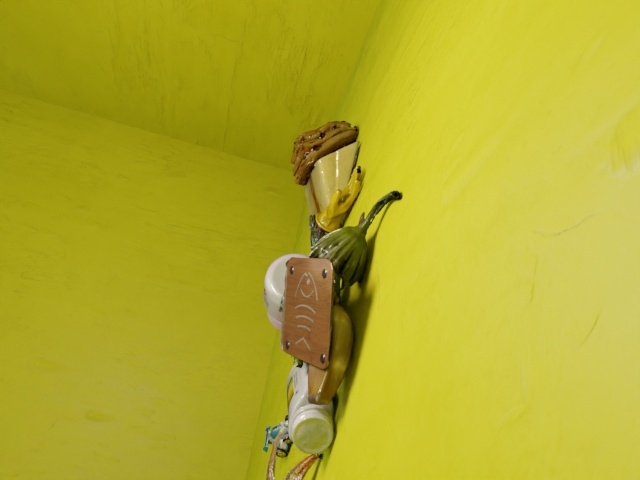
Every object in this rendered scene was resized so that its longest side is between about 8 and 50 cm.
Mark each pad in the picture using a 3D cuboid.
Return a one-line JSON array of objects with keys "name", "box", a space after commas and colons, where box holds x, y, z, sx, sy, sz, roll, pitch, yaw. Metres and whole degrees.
[{"name": "pad", "box": [-0.040, 0.188, 1.398, 0.287, 0.018, 0.283, -2, 84, 61]}]

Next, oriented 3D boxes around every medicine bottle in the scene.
[{"name": "medicine bottle", "box": [-0.104, 0.218, 1.995, 0.302, 0.241, 0.241, 104, 177, -56]}, {"name": "medicine bottle", "box": [-0.033, 0.478, 1.472, 0.324, 0.124, 0.179, -118, 45, -77]}]

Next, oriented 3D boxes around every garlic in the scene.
[{"name": "garlic", "box": [0.029, 0.297, 1.383, 0.143, 0.112, 0.318, -38, 25, 46]}]

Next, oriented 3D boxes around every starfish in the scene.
[{"name": "starfish", "box": [-0.106, 0.789, 1.446, 0.398, 0.132, 0.383, 133, 155, -67]}]

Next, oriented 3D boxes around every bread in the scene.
[{"name": "bread", "box": [-0.002, -0.415, 2.291, 0.325, 0.167, 0.277, -37, -8, -28]}, {"name": "bread", "box": [0.080, -0.172, 2.236, 0.346, 0.242, 0.404, 159, 92, -76]}]

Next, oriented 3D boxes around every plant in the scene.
[{"name": "plant", "box": [0.130, -0.002, 1.457, 0.333, 0.180, 0.251, -39, 13, 14]}]

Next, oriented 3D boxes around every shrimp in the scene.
[{"name": "shrimp", "box": [0.000, 0.000, 2.144, 0.169, 0.058, 0.295, 130, 135, -57]}]

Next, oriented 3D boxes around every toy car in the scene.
[{"name": "toy car", "box": [-0.155, 0.730, 1.918, 0.126, 0.098, 0.161, -88, 13, -51]}]

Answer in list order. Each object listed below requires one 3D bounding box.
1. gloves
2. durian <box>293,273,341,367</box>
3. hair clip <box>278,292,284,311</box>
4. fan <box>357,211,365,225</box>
[{"name": "gloves", "box": [0.087, -0.168, 1.946, 0.133, 0.116, 0.294, -94, 26, -46]}, {"name": "durian", "box": [-0.003, 0.238, 1.580, 0.198, 0.163, 0.394, -42, 15, 41]}, {"name": "hair clip", "box": [-0.015, 0.154, 1.791, 0.321, 0.091, 0.138, -43, -13, -26]}, {"name": "fan", "box": [0.113, 0.024, 1.695, 0.152, 0.008, 0.226, -95, 22, -66]}]
